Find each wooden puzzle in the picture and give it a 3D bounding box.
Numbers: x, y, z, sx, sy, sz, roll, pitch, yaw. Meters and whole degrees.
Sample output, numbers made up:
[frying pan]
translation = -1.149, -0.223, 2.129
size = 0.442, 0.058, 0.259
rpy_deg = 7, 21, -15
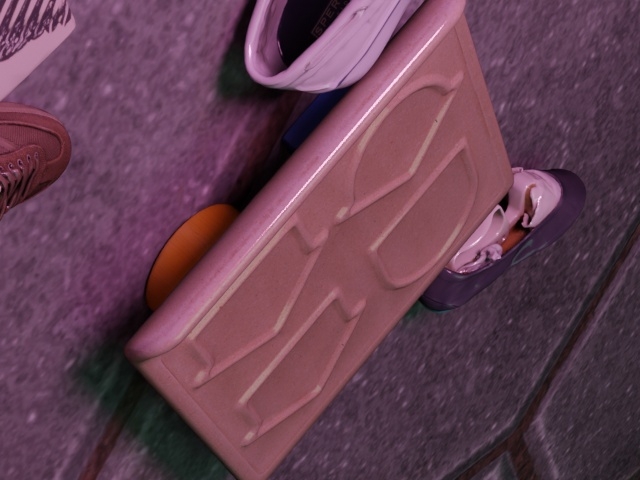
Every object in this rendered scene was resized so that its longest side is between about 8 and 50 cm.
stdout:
[wooden puzzle]
translation = 0.000, 0.000, 1.315
size = 0.322, 0.080, 0.348
rpy_deg = -49, 159, -10

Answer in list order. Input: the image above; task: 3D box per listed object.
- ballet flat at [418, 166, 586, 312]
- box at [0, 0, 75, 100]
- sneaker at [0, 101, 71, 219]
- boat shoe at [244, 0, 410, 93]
[ballet flat]
translation = 0.156, -0.015, 1.567
size = 0.203, 0.074, 0.074
rpy_deg = -37, 150, -28
[box]
translation = -0.197, -0.155, 0.753
size = 0.113, 0.094, 0.275
rpy_deg = -46, 154, -16
[sneaker]
translation = -0.186, -0.023, 0.961
size = 0.188, 0.071, 0.066
rpy_deg = -16, 135, -52
[boat shoe]
translation = 0.033, -0.197, 1.099
size = 0.084, 0.095, 0.258
rpy_deg = -17, 135, -58
